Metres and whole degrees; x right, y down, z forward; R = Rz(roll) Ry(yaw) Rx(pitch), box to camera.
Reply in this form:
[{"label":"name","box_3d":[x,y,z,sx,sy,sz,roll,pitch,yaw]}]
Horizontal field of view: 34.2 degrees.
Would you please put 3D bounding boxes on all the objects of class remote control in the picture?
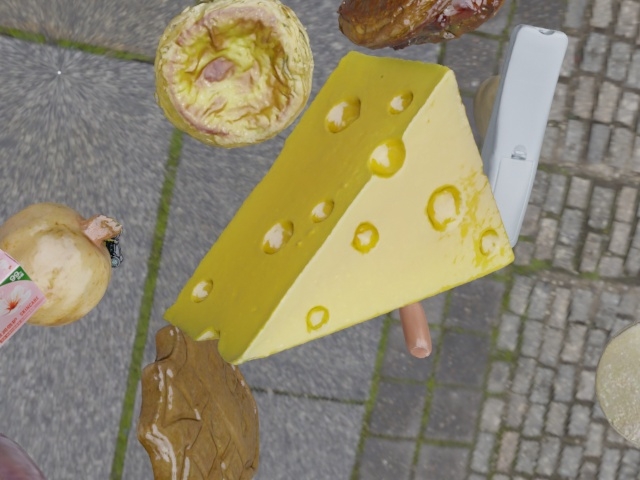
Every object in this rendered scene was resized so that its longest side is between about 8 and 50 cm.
[{"label":"remote control","box_3d":[0.157,-0.078,0.831,0.050,0.027,0.184,5,107,-22]}]

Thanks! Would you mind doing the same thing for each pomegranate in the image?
[{"label":"pomegranate","box_3d":[-0.443,0.040,1.696,0.207,0.207,0.207,-2,99,-14]}]

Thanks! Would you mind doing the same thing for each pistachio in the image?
[{"label":"pistachio","box_3d":[0.344,-0.210,1.884,0.136,0.136,0.226,-27,132,-9]}]

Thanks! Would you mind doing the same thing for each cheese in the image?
[{"label":"cheese","box_3d":[0.000,0.000,0.550,0.171,0.093,0.126,-36,121,-20]}]

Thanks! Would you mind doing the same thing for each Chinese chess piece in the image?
[{"label":"Chinese chess piece","box_3d":[0.308,0.128,0.928,0.122,0.051,0.122,-4,82,28]}]

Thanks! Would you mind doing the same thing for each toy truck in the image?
[{"label":"toy truck","box_3d":[-0.373,0.004,1.807,0.054,0.049,0.083,1,98,-4]}]

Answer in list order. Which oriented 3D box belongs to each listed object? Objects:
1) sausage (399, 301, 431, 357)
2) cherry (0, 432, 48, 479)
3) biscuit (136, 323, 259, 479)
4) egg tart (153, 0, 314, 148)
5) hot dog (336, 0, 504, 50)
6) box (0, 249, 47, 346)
[{"label":"sausage","box_3d":[0.123,0.114,1.354,0.034,0.083,0.034,-6,142,-5]},{"label":"cherry","box_3d":[-0.315,0.293,0.915,0.221,0.261,0.307,-23,88,-28]},{"label":"biscuit","box_3d":[-0.105,0.170,0.928,0.034,0.215,0.182,-16,116,18]},{"label":"egg tart","box_3d":[-0.153,-0.302,1.807,0.295,0.116,0.294,-6,123,-9]},{"label":"hot dog","box_3d":[0.121,-0.281,1.209,0.161,0.227,0.099,-18,91,-31]},{"label":"box","box_3d":[-0.396,0.083,1.235,0.125,0.043,0.089,-49,152,-18]}]
